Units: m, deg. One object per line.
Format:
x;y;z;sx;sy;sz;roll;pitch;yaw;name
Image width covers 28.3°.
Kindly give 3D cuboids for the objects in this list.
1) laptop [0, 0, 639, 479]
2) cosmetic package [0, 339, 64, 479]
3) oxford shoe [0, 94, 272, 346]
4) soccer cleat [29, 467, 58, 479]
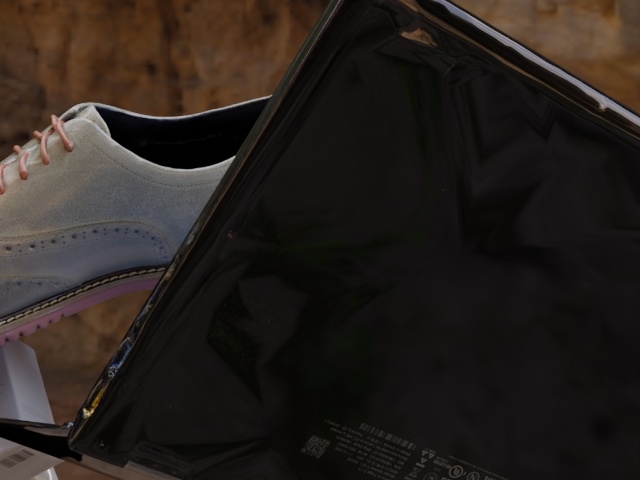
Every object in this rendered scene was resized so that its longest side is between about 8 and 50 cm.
0.045;0.075;0.738;0.382;0.408;0.236;25;18;-24;laptop
-0.308;0.163;0.912;0.239;0.099;0.060;-28;-29;7;cosmetic package
-0.194;-0.027;0.863;0.397;0.147;0.140;-11;36;-22;oxford shoe
-0.269;0.151;1.012;0.076;0.196;0.068;-27;-3;-34;soccer cleat
